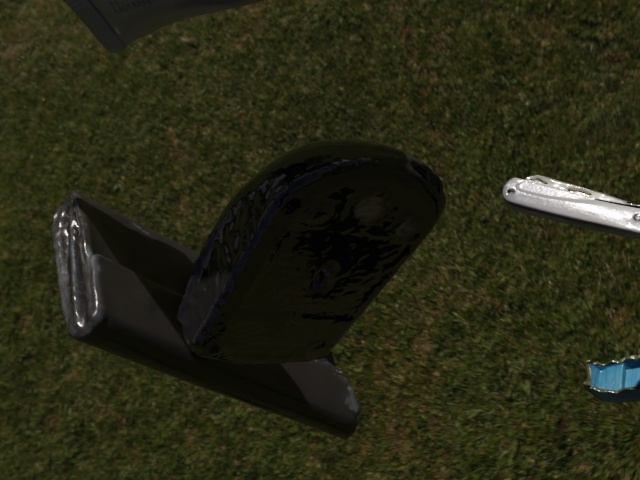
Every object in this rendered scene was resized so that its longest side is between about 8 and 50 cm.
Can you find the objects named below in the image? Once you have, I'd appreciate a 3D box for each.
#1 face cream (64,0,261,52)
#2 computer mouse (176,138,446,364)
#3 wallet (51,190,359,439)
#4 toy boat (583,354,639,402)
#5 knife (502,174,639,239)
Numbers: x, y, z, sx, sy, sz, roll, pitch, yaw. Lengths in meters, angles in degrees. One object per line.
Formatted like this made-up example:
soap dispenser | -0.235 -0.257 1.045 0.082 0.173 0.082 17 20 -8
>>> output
face cream | -0.144 -0.255 0.515 0.420 0.235 0.137 5 57 46
computer mouse | -0.016 0.003 0.619 0.269 0.170 0.100 -54 40 33
wallet | -0.122 0.097 0.823 0.062 0.406 0.228 -47 42 13
toy boat | 0.520 0.210 1.121 0.186 0.077 0.075 -19 31 42
knife | 0.442 -0.060 1.183 0.266 0.041 0.073 20 80 35
